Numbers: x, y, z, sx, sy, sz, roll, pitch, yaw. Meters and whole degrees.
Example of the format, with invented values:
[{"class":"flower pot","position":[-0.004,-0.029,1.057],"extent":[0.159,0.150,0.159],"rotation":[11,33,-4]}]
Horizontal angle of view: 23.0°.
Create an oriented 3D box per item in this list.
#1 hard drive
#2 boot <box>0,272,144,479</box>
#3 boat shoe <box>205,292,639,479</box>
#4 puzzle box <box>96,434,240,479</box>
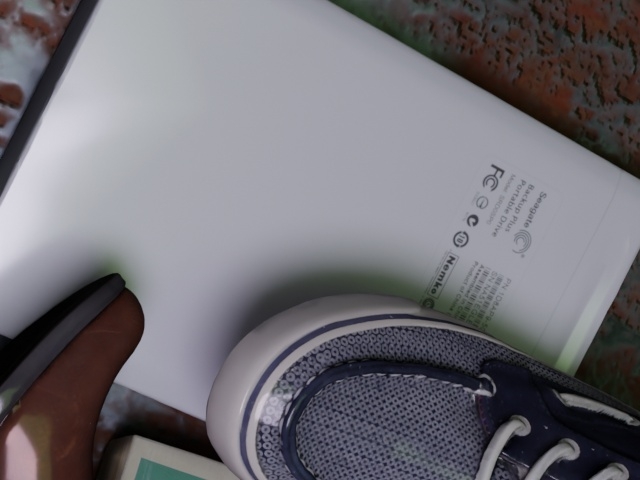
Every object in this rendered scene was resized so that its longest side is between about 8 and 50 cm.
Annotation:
[{"class":"hard drive","position":[0.000,0.000,0.874],"extent":[0.353,0.047,0.233],"rotation":[26,92,-24]},{"class":"boot","position":[-0.079,0.189,0.774],"extent":[0.280,0.096,0.264],"rotation":[36,66,-16]},{"class":"boat shoe","position":[0.113,0.124,0.812],"extent":[0.340,0.158,0.127],"rotation":[15,98,-39]},{"class":"puzzle box","position":[-0.041,0.337,0.843],"extent":[0.272,0.052,0.409],"rotation":[22,72,-19]}]
